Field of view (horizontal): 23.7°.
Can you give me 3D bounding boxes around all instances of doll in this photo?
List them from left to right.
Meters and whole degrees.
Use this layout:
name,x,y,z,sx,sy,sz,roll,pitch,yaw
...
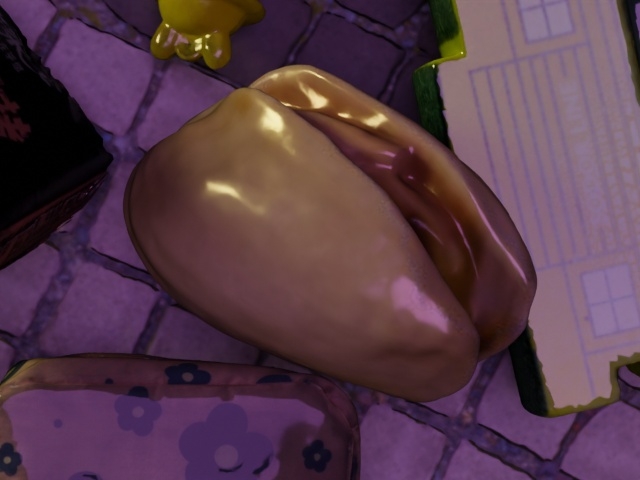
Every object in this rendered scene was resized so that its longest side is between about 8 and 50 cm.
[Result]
name,x,y,z,sx,sy,sz,roll,pitch,yaw
doll,-0.071,-0.245,1.122,0.135,0.099,0.241,12,88,-14

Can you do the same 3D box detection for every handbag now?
name,x,y,z,sx,sy,sz,roll,pitch,yaw
handbag,-0.110,0.166,1.076,0.251,0.193,0.190,2,96,-9

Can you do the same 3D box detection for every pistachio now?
name,x,y,z,sx,sy,sz,roll,pitch,yaw
pistachio,0.000,0.000,1.044,0.193,0.318,0.214,-29,135,-34

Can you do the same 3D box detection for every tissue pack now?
name,x,y,z,sx,sy,sz,roll,pitch,yaw
tissue pack,-0.285,-0.075,0.989,0.123,0.332,0.245,-34,96,20

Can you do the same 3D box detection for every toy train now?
name,x,y,z,sx,sy,sz,roll,pitch,yaw
toy train,0.212,-0.076,1.125,0.272,0.179,0.442,-13,92,2
